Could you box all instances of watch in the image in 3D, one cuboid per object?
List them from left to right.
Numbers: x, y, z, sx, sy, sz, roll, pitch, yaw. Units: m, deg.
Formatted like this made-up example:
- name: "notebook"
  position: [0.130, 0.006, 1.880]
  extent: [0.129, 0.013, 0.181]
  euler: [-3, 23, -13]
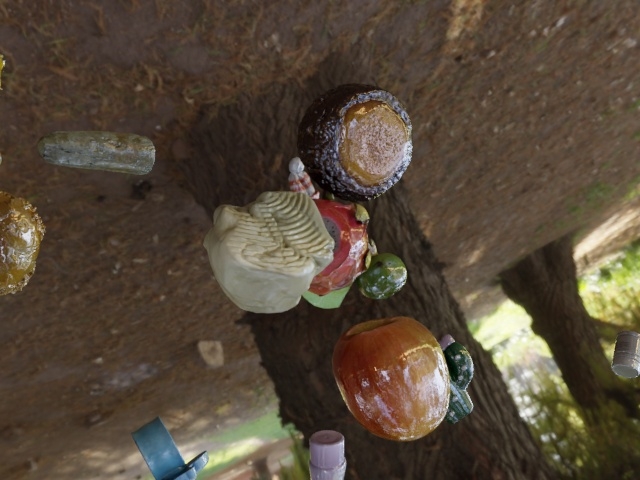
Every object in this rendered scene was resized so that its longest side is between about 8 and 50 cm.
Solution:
- name: "watch"
  position: [-0.430, 0.584, 1.572]
  extent: [0.211, 0.193, 0.211]
  euler: [-32, 173, -4]

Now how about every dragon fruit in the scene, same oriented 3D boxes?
- name: "dragon fruit"
  position: [0.000, 0.000, 1.578]
  extent: [0.291, 0.290, 0.189]
  euler: [-22, 161, -12]

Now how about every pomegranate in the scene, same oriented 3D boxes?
- name: "pomegranate"
  position: [0.206, 0.102, 2.094]
  extent: [0.187, 0.225, 0.187]
  euler: [-23, 173, -3]

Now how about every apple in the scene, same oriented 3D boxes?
- name: "apple"
  position: [0.143, 0.287, 1.195]
  extent: [0.242, 0.240, 0.242]
  euler: [-18, -179, 0]

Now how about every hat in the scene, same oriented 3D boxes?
- name: "hat"
  position: [-0.066, -0.183, 1.826]
  extent: [0.094, 0.162, 0.112]
  euler: [-14, -161, 21]

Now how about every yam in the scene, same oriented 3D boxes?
- name: "yam"
  position: [-0.690, -0.273, 1.777]
  extent: [0.331, 0.133, 0.133]
  euler: [0, 152, -26]

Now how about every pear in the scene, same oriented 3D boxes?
- name: "pear"
  position: [0.011, 0.133, 2.249]
  extent: [0.239, 0.139, 0.288]
  euler: [-5, 136, -37]

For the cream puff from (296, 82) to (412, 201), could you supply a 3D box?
- name: "cream puff"
  position: [0.064, -0.198, 1.164]
  extent: [0.239, 0.238, 0.165]
  euler: [-16, -163, -27]

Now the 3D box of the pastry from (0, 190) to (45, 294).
- name: "pastry"
  position: [-0.910, 0.009, 1.665]
  extent: [0.162, 0.255, 0.310]
  euler: [2, 105, -55]

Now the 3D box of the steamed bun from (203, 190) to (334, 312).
- name: "steamed bun"
  position: [-0.120, 0.029, 1.261]
  extent: [0.276, 0.289, 0.203]
  euler: [16, 128, -20]

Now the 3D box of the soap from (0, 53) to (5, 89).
- name: "soap"
  position: [-1.018, -0.425, 1.508]
  extent: [0.325, 0.204, 0.096]
  euler: [7, -172, -19]

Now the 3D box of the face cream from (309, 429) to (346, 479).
- name: "face cream"
  position: [0.020, 0.640, 1.503]
  extent: [0.096, 0.273, 0.154]
  euler: [0, -174, 13]

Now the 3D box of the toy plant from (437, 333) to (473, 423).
- name: "toy plant"
  position: [0.312, 0.388, 1.598]
  extent: [0.233, 0.243, 0.112]
  euler: [-13, 179, 18]

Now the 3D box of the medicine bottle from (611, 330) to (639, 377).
- name: "medicine bottle"
  position: [0.690, 0.255, 1.294]
  extent: [0.091, 0.058, 0.058]
  euler: [-60, -179, -31]

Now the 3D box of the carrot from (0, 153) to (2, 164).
- name: "carrot"
  position: [-0.987, -0.223, 1.593]
  extent: [0.194, 0.087, 0.087]
  euler: [-5, 161, 0]
